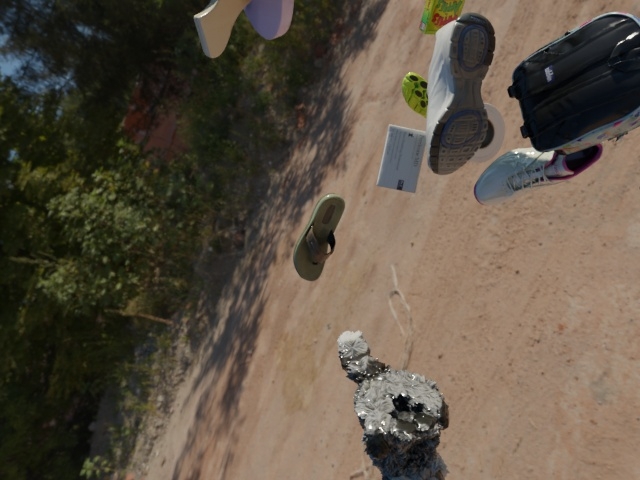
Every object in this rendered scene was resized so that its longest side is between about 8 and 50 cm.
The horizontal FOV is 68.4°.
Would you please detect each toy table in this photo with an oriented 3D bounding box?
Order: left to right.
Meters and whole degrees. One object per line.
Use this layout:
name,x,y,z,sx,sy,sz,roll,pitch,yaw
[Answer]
toy table,-0.163,-0.468,0.799,0.160,0.275,0.252,-33,32,-25

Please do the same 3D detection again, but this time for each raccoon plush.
raccoon plush,0.189,0.461,1.190,0.447,0.215,0.300,-108,8,-62

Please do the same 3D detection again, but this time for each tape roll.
tape roll,0.634,-0.457,2.008,0.246,0.246,0.169,-66,24,3

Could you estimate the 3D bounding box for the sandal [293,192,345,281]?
sandal,-0.001,-0.001,1.484,0.086,0.120,0.303,49,126,52

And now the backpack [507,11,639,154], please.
backpack,0.537,-0.301,0.919,0.253,0.190,0.226,-29,69,58

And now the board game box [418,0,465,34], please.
board game box,0.331,-0.637,1.232,0.043,0.092,0.182,-114,26,-44

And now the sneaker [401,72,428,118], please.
sneaker,0.401,-0.545,1.842,0.109,0.295,0.124,-44,41,16

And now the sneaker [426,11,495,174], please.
sneaker,0.259,-0.278,0.924,0.129,0.110,0.298,-121,36,-66

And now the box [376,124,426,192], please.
box,0.245,-0.244,1.425,0.182,0.118,0.181,-49,-30,-79

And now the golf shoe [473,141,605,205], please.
golf shoe,0.509,-0.170,1.112,0.306,0.115,0.140,-29,9,20
